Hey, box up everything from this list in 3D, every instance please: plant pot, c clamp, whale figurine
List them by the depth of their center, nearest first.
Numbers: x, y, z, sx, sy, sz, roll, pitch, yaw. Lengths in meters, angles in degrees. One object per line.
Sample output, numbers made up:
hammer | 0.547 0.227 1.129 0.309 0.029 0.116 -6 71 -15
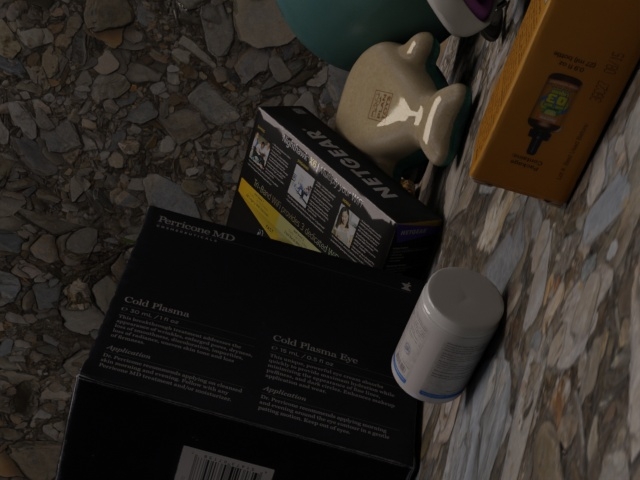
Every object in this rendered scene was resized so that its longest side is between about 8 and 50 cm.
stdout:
c clamp | 0.182 -0.315 1.439 0.161 0.022 0.137 64 -150 -16
whale figurine | 0.129 -0.159 1.608 0.272 0.141 0.216 23 98 62
plant pot | 0.103 -0.392 1.685 0.235 0.293 0.293 169 118 -70

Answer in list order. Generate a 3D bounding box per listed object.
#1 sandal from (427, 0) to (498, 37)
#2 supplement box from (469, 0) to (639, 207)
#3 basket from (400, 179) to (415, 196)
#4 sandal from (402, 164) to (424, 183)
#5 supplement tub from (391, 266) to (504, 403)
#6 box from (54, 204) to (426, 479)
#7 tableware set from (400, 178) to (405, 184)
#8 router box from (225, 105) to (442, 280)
sandal | 0.196 -0.377 1.375 0.102 0.169 0.416 -15 44 31
supplement box | 0.178 -0.137 0.866 0.080 0.078 0.233 -78 6 -51
basket | 0.051 0.058 1.883 0.299 0.223 0.214 121 132 -76
sandal | 0.118 -0.122 1.856 0.179 0.040 0.067 -163 80 -75
supplement tub | 0.106 0.082 1.049 0.071 0.071 0.107 -77 6 -46
box | -0.074 0.155 1.349 0.312 0.343 0.179 -78 5 -55
tableware set | 0.140 -0.132 1.932 0.154 0.024 0.104 114 163 -53
router box | 0.000 0.000 1.608 0.309 0.081 0.243 43 127 39
